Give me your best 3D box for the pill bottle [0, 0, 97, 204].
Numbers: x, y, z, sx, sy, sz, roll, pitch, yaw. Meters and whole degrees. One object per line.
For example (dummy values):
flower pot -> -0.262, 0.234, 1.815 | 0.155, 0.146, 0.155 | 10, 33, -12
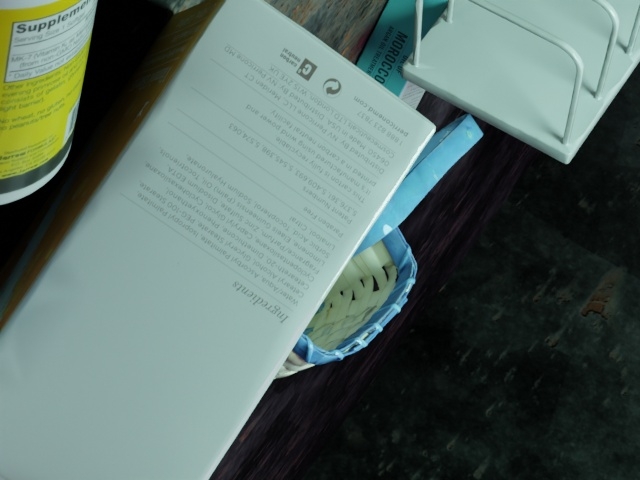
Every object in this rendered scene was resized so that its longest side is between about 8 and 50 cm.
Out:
pill bottle -> -0.170, -0.125, 0.902 | 0.119, 0.119, 0.208 | -48, 164, -41

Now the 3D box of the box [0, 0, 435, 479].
box -> -0.108, 0.020, 1.241 | 0.345, 0.168, 0.215 | -57, -166, -8

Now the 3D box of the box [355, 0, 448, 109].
box -> 0.093, -0.209, 1.926 | 0.244, 0.060, 0.100 | -62, 167, 20

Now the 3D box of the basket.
basket -> 0.000, 0.000, 1.649 | 0.289, 0.201, 0.255 | -28, -173, 32

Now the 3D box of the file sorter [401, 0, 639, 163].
file sorter -> 0.236, -0.260, 1.782 | 0.278, 0.193, 0.173 | -53, 163, -25
